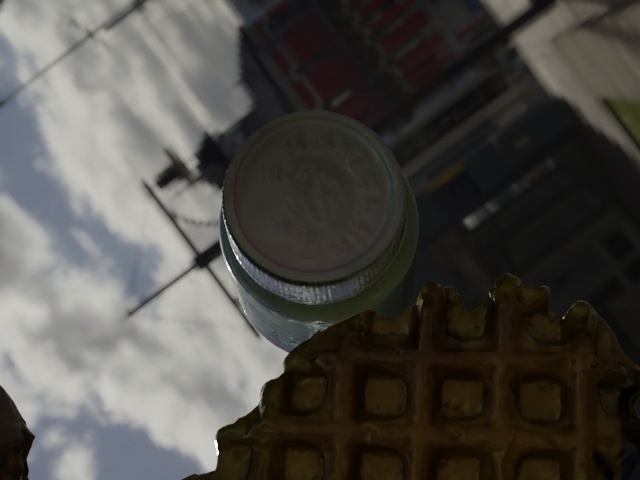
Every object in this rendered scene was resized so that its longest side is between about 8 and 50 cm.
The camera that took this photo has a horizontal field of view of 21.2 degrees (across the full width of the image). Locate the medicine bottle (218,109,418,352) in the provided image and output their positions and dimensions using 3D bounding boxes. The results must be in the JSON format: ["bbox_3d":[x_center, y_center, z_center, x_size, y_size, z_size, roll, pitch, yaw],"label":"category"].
[{"bbox_3d":[0.000,0.000,1.211,0.139,0.139,0.225,55,173,13],"label":"medicine bottle"}]

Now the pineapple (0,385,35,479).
[{"bbox_3d":[-0.232,0.166,0.870,0.119,0.237,0.111,43,-151,27],"label":"pineapple"}]

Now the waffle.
[{"bbox_3d":[0.076,0.184,0.993,0.312,0.307,0.060,60,-179,10],"label":"waffle"}]
